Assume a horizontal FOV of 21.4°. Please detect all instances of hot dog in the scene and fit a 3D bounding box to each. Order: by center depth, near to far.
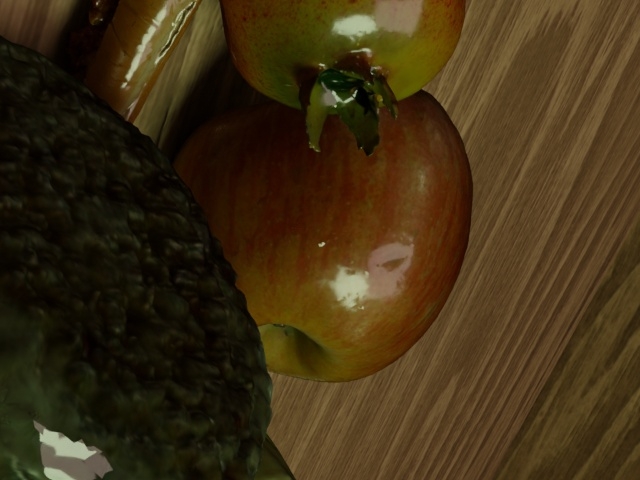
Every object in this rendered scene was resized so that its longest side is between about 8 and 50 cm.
[{"bbox_3d":[-0.150,-0.165,1.320,0.249,0.076,0.102,-58,-165,20],"label":"hot dog"}]

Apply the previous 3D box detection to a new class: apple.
[{"bbox_3d":[0.000,0.000,1.561,0.301,0.301,0.301,-42,156,-23],"label":"apple"}]

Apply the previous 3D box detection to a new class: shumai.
[{"bbox_3d":[-0.255,0.091,1.204,0.348,0.395,0.395,-38,166,27],"label":"shumai"}]

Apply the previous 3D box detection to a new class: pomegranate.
[{"bbox_3d":[0.018,-0.193,1.380,0.221,0.220,0.257,67,19,-66],"label":"pomegranate"}]

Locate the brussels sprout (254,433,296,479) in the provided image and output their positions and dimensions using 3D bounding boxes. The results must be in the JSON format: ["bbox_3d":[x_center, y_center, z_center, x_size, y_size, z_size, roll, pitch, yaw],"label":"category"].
[{"bbox_3d":[-0.134,0.310,1.799,0.247,0.328,0.328,-29,150,-25],"label":"brussels sprout"}]
